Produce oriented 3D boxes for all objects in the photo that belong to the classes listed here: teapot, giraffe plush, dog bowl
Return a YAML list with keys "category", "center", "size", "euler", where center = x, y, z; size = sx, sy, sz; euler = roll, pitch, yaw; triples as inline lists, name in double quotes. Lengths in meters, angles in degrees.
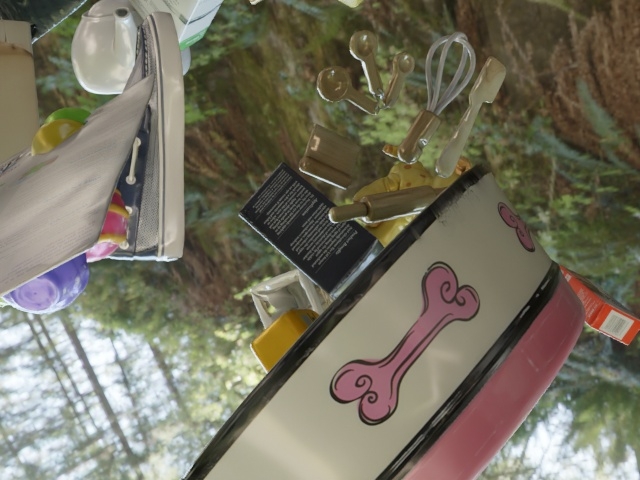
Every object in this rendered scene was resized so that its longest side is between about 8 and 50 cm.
- category: "teapot"
  center: [-0.388, -0.413, 1.544]
  size: [0.256, 0.187, 0.252]
  euler: [7, -150, 30]
- category: "giraffe plush"
  center: [0.182, -0.060, 1.277]
  size: [0.171, 0.181, 0.210]
  euler: [10, -113, 41]
- category: "dog bowl"
  center: [0.059, 0.134, 0.673]
  size: [0.408, 0.150, 0.408]
  euler: [-46, 171, -9]

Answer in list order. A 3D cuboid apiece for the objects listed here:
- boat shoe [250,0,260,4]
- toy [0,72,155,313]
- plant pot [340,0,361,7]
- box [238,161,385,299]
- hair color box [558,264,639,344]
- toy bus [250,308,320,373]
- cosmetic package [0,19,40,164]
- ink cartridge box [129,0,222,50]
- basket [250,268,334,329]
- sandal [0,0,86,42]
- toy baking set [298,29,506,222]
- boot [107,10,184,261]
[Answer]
- category: "boat shoe"
  center: [-0.128, -0.421, 1.217]
  size: [0.059, 0.063, 0.170]
  euler: [-40, -134, -2]
- category: "toy"
  center: [-0.145, -0.008, 0.411]
  size: [0.137, 0.056, 0.237]
  euler: [-28, -150, 9]
- category: "plant pot"
  center: [0.053, -0.618, 1.599]
  size: [0.212, 0.187, 0.212]
  euler: [34, -104, 16]
- category: "box"
  center: [0.000, 0.000, 1.181]
  size: [0.207, 0.153, 0.108]
  euler: [40, -92, 22]
- category: "hair color box"
  center: [0.485, 0.112, 1.375]
  size: [0.053, 0.093, 0.167]
  euler: [-61, -160, 12]
- category: "toy bus"
  center: [0.035, 0.269, 1.239]
  size: [0.108, 0.332, 0.130]
  euler: [-42, 161, 14]
- category: "cosmetic package"
  center: [-0.404, -0.091, 0.880]
  size: [0.160, 0.309, 0.113]
  euler: [-5, 168, -27]
- category: "ink cartridge box"
  center: [-0.256, -0.456, 1.380]
  size: [0.087, 0.153, 0.208]
  euler: [-39, -177, -29]
- category: "basket"
  center: [-0.038, 0.111, 1.519]
  size: [0.103, 0.113, 0.167]
  euler: [-22, 180, -44]
- category: "sandal"
  center: [-0.468, -0.282, 1.058]
  size: [0.446, 0.168, 0.107]
  euler: [-24, -130, 44]
- category: "toy baking set"
  center: [0.097, -0.118, 0.807]
  size: [0.256, 0.196, 0.030]
  euler: [-7, -163, -27]
- category: "boot"
  center: [-0.149, -0.077, 0.579]
  size: [0.086, 0.189, 0.069]
  euler: [-2, -176, -18]
